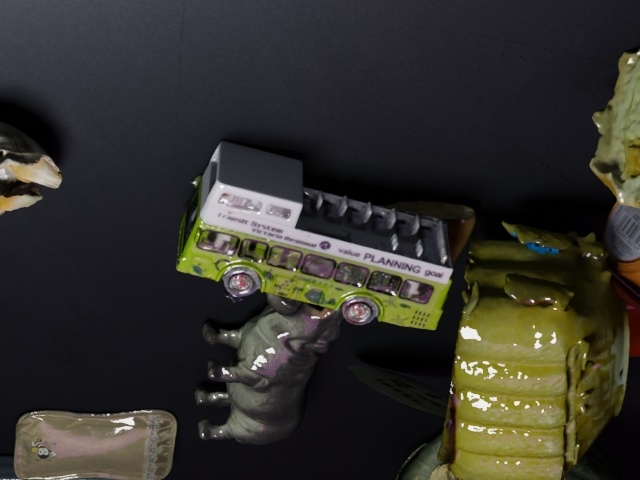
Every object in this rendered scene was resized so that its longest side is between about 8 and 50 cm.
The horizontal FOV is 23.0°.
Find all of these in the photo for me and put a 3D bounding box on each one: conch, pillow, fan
[{"bbox_3d":[-0.348,-0.062,1.615,0.155,0.130,0.207,4,173,38],"label":"conch"},{"bbox_3d":[-0.306,0.278,2.134,0.218,0.033,0.130,3,121,-13],"label":"pillow"},{"bbox_3d":[0.167,0.204,2.072,0.329,0.191,0.009,13,99,-49],"label":"fan"}]

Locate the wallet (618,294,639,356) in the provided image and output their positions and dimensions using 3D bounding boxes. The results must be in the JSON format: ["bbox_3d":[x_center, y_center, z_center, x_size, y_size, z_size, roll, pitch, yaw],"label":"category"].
[{"bbox_3d":[0.434,0.108,2.042,0.204,0.045,0.142,-1,142,-9],"label":"wallet"}]

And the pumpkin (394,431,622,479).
[{"bbox_3d":[0.252,0.383,2.173,0.328,0.291,0.257,-39,120,21],"label":"pumpkin"}]

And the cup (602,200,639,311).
[{"bbox_3d":[0.454,0.037,1.867,0.264,0.182,0.226,27,143,-28],"label":"cup"}]

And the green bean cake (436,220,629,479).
[{"bbox_3d":[0.261,0.113,1.851,0.202,0.285,0.310,8,130,8],"label":"green bean cake"}]

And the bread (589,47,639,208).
[{"bbox_3d":[0.446,-0.123,1.626,0.252,0.196,0.238,19,140,-27],"label":"bread"}]

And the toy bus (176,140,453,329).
[{"bbox_3d":[0.000,0.000,1.732,0.302,0.113,0.139,14,125,-12],"label":"toy bus"}]

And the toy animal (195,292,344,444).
[{"bbox_3d":[-0.057,0.137,1.950,0.168,0.106,0.343,11,136,-21],"label":"toy animal"}]

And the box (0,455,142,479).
[{"bbox_3d":[-0.369,0.362,2.229,0.230,0.050,0.160,2,141,-13],"label":"box"}]

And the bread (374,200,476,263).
[{"bbox_3d":[0.118,-0.006,1.827,0.136,0.054,0.154,-24,128,13],"label":"bread"}]
